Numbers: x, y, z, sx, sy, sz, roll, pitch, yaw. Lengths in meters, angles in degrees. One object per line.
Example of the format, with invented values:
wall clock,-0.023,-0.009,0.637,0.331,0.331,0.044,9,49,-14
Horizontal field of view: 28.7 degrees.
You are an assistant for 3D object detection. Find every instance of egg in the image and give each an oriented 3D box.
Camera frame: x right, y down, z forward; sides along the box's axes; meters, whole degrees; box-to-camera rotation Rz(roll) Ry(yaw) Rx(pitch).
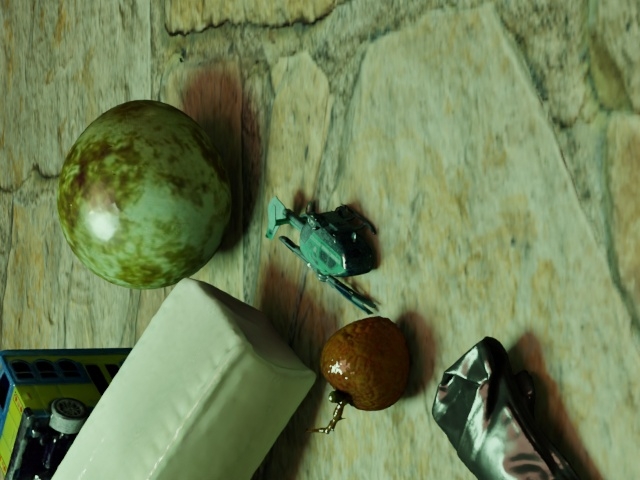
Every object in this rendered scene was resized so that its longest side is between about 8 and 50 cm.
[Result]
egg,-0.243,-0.069,1.725,0.238,0.238,0.289,-58,31,36

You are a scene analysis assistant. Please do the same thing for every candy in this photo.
candy,-0.179,0.245,1.583,0.358,0.145,0.208,-58,36,4

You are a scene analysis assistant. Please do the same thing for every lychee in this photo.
lychee,0.047,0.152,1.397,0.114,0.101,0.140,104,177,-79

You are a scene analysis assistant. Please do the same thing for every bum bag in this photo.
bum bag,0.191,0.218,1.217,0.123,0.060,0.248,-59,44,34

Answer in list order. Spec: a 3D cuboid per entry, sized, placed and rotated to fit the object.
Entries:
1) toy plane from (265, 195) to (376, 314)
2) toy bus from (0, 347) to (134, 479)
toy plane,0.000,0.000,1.523,0.235,0.060,0.096,39,133,45
toy bus,-0.313,0.247,1.758,0.175,0.288,0.138,47,125,46
